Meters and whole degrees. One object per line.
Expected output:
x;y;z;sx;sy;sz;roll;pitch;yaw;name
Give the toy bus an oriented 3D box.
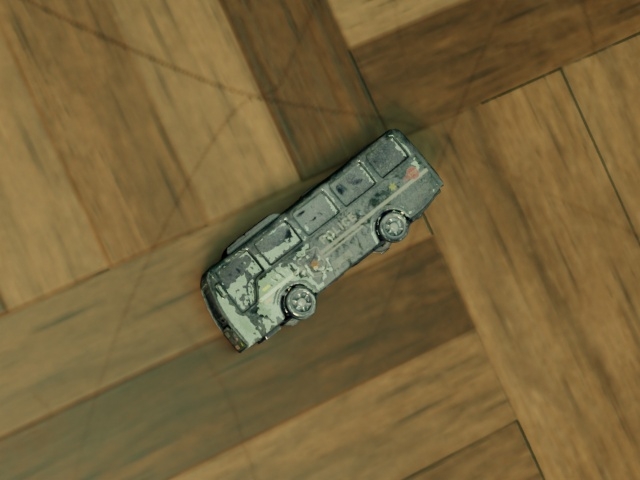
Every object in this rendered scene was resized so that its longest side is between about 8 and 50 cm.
0.000;0.000;0.837;0.166;0.047;0.065;-38;90;-16;toy bus
